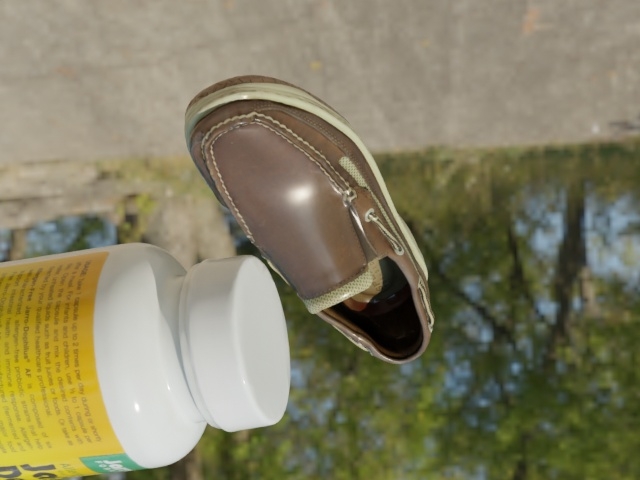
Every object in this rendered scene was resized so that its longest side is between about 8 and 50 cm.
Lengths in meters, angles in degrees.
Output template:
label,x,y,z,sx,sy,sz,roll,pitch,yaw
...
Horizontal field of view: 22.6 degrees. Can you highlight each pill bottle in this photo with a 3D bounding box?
label,x,y,z,sx,sy,sz,roll,pitch,yaw
pill bottle,-0.127,0.064,0.834,0.208,0.117,0.117,-9,-173,15

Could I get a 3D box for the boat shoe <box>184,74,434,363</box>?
label,x,y,z,sx,sy,sz,roll,pitch,yaw
boat shoe,0.007,-0.004,1.004,0.095,0.095,0.257,-29,140,17
